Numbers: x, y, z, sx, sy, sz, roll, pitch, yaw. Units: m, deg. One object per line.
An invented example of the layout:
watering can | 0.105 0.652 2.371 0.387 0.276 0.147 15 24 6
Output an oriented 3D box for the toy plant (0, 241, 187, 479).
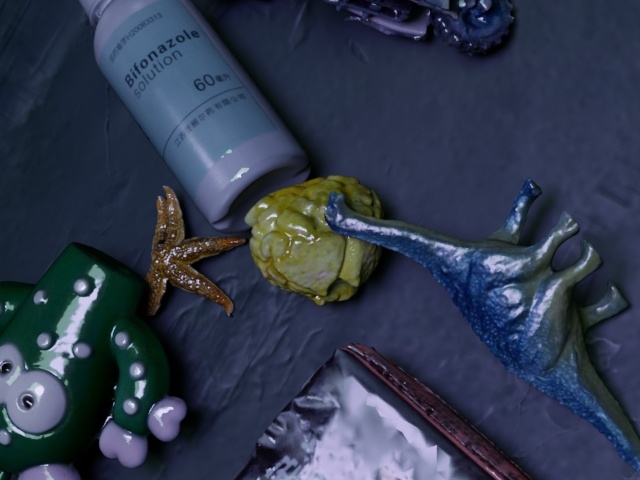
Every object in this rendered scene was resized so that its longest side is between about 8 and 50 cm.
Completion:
toy plant | -0.246 0.127 1.252 0.243 0.112 0.233 -37 69 11

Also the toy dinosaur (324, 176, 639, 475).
toy dinosaur | 0.171 0.053 1.108 0.147 0.076 0.363 -45 84 5

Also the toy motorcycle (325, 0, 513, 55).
toy motorcycle | 0.064 -0.282 1.198 0.108 0.239 0.204 -11 63 61

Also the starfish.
starfish | -0.136 0.030 1.267 0.133 0.041 0.130 38 96 23

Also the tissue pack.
tissue pack | 0.074 0.267 1.102 0.332 0.123 0.245 39 90 20

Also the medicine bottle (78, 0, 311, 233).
medicine bottle | -0.146 -0.169 1.270 0.110 0.110 0.352 -40 69 10

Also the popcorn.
popcorn | 0.000 0.000 1.193 0.116 0.120 0.106 2 120 46
